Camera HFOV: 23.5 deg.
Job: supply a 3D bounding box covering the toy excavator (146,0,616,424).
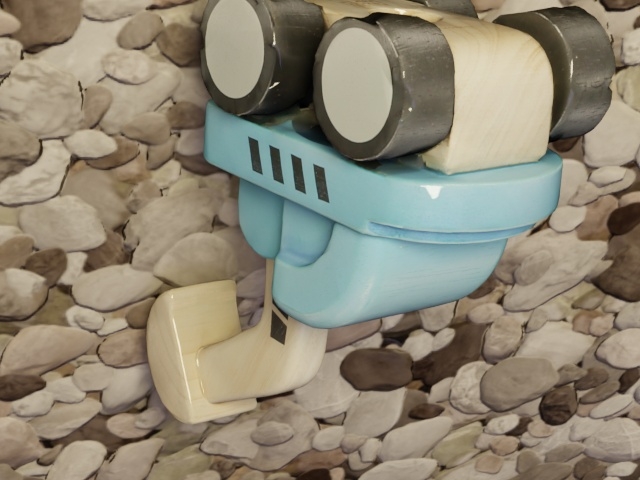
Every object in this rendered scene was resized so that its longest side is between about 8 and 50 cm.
[{"bbox_3d":[0.000,0.000,1.293,0.222,0.433,0.445,-8,112,-38],"label":"toy excavator"}]
